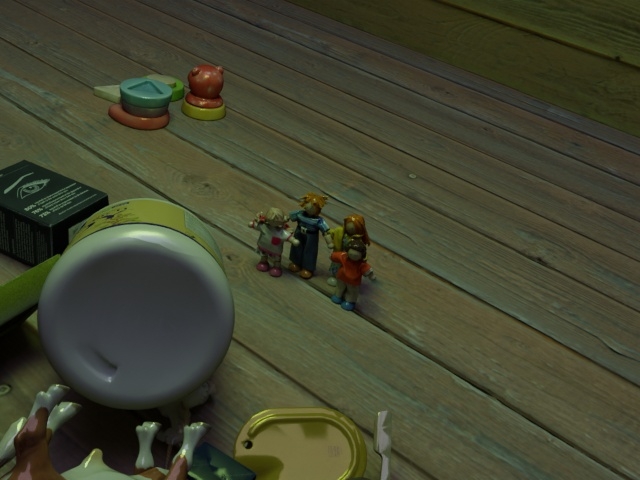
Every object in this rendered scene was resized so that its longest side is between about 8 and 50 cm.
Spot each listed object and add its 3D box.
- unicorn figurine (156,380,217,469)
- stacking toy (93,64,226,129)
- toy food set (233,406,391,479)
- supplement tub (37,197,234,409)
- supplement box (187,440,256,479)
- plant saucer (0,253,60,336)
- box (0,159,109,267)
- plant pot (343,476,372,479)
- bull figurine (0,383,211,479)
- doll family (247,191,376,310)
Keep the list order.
[{"bbox_3d":[-0.206,0.230,1.030,0.111,0.060,0.162,22,35,25],"label":"unicorn figurine"},{"bbox_3d":[-0.428,-0.416,1.932,0.309,0.130,0.279,-21,44,-42],"label":"stacking toy"},{"bbox_3d":[-0.011,0.298,0.988,0.217,0.071,0.128,3,56,-10],"label":"toy food set"},{"bbox_3d":[-0.253,0.069,1.037,0.241,0.241,0.331,3,11,-13],"label":"supplement tub"},{"bbox_3d":[-0.132,0.312,0.898,0.083,0.083,0.056,26,33,22],"label":"supplement box"},{"bbox_3d":[-0.474,0.113,1.061,0.045,0.188,0.188,53,38,-3],"label":"plant saucer"},{"bbox_3d":[-0.516,-0.047,1.329,0.207,0.108,0.153,22,33,18],"label":"box"},{"bbox_3d":[-0.003,0.348,0.822,0.165,0.167,0.167,-5,34,-37],"label":"plant pot"},{"bbox_3d":[-0.210,0.276,0.765,0.310,0.101,0.188,32,54,-42],"label":"bull figurine"},{"bbox_3d":[0.000,0.000,1.365,0.263,0.163,0.118,22,33,17],"label":"doll family"}]
